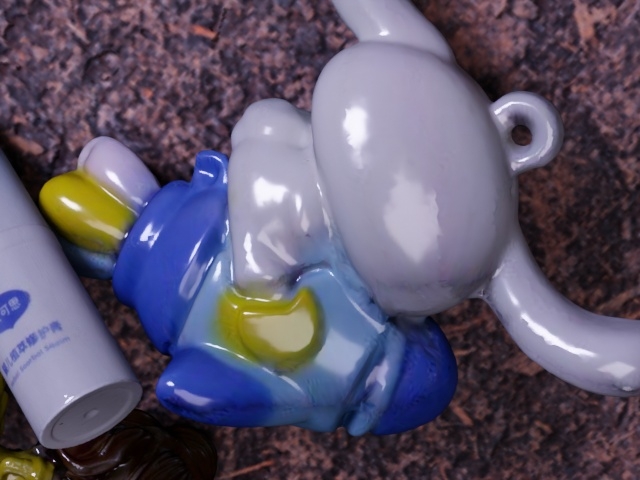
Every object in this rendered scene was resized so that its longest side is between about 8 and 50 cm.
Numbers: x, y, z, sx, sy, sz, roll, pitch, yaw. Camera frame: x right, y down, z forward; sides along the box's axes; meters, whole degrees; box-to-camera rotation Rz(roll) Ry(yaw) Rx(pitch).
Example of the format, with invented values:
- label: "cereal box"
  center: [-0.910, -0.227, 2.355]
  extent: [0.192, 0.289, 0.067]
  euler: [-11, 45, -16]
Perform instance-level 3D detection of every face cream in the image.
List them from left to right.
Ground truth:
- label: "face cream"
  center: [-0.211, 0.018, 1.032]
  extent: [0.077, 0.077, 0.250]
  euler: [-42, 65, 16]

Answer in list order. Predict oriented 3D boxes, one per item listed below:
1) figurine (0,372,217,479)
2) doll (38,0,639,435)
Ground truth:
- label: "figurine"
  center: [-0.226, 0.149, 1.123]
  extent: [0.315, 0.168, 0.187]
  euler: [39, 138, -21]
- label: "doll"
  center: [0.004, 0.002, 1.049]
  extent: [0.365, 0.187, 0.376]
  euler: [-32, 67, 18]
